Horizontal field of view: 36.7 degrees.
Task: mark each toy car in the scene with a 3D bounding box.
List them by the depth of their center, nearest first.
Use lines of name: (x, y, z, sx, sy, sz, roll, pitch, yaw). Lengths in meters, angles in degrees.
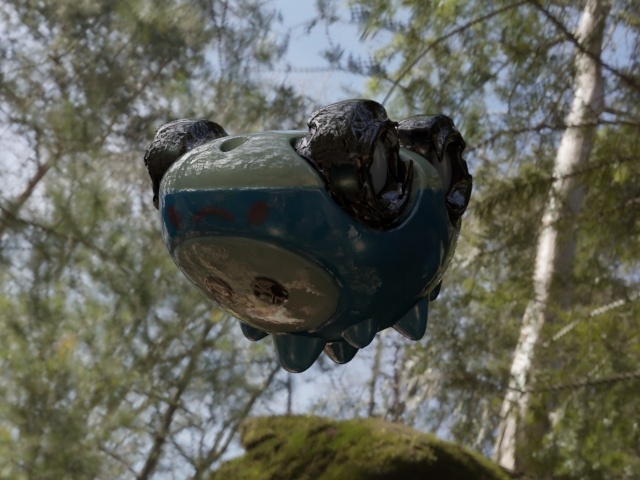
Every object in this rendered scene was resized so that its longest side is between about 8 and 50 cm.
toy car: (0.000, 0.000, 0.713, 0.189, 0.255, 0.190, -1, -91, 29)
